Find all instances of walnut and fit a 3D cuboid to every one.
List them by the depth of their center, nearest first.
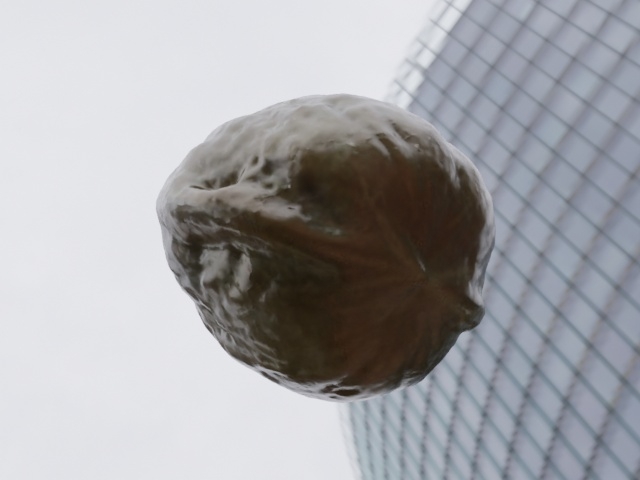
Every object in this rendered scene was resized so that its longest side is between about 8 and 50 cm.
[{"bbox_3d":[0.000,0.000,1.362,0.283,0.283,0.227,24,-93,-22],"label":"walnut"}]
